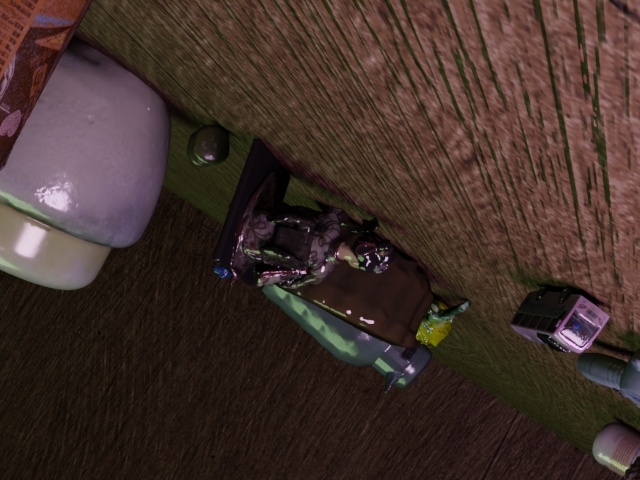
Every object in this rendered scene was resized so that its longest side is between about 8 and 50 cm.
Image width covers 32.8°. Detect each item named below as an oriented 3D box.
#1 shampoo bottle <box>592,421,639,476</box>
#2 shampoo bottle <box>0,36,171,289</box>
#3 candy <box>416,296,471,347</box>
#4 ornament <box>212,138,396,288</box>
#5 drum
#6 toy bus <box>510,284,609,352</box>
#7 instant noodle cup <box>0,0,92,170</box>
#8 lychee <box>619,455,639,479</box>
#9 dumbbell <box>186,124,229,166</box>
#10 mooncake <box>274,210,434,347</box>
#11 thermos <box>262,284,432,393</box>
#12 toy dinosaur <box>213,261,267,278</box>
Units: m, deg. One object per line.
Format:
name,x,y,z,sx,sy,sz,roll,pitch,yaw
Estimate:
shampoo bottle,0.517,0.352,1.683,0.192,0.074,0.074,28,173,36
shampoo bottle,-0.372,-0.116,1.487,0.322,0.317,0.322,25,-178,-1
candy,0.177,0.109,1.594,0.077,0.073,0.262,44,169,1
ornament,0.000,0.000,1.284,0.196,0.166,0.153,16,171,18
drum,0.291,0.126,1.011,0.130,0.049,0.253,35,175,-26
toy bus,0.211,0.071,0.974,0.037,0.052,0.130,36,175,-7
instant noodle cup,-0.280,-0.176,0.810,0.217,0.207,0.217,33,177,2
lychee,0.452,0.328,1.346,0.165,0.165,0.197,30,-179,35
dumbbell,-0.147,-0.122,1.417,0.046,0.052,0.118,6,-178,-12
mooncake,0.049,0.052,1.486,0.228,0.124,0.228,28,175,3
thermos,0.060,0.110,1.757,0.286,0.182,0.145,41,141,5
toy dinosaur,-0.009,0.048,1.870,0.329,0.144,0.076,21,174,-14
